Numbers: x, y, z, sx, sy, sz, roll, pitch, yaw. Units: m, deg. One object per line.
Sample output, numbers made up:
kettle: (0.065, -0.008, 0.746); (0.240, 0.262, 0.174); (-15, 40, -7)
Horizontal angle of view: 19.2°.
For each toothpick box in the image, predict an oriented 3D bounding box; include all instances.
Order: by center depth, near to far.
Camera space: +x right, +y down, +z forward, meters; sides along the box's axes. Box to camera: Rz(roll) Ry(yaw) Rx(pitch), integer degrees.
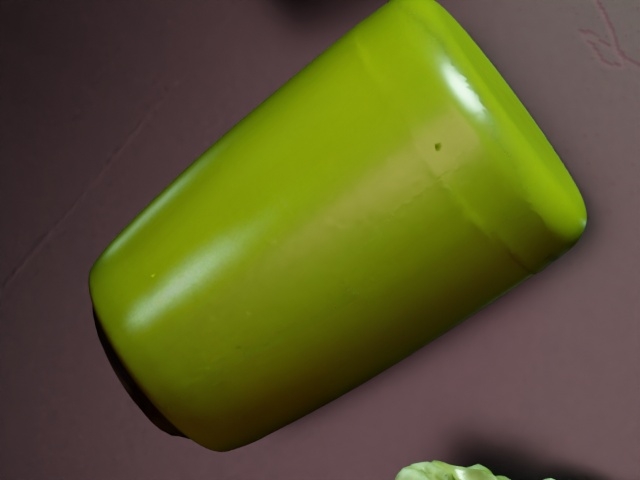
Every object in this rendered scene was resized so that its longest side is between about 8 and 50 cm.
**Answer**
toothpick box: (0.000, 0.000, 1.093); (0.271, 0.175, 0.175); (-36, 83, 12)

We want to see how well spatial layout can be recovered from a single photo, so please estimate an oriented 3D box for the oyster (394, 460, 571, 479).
oyster: (0.150, 0.264, 1.084); (0.238, 0.115, 0.351); (-37, 99, 9)
